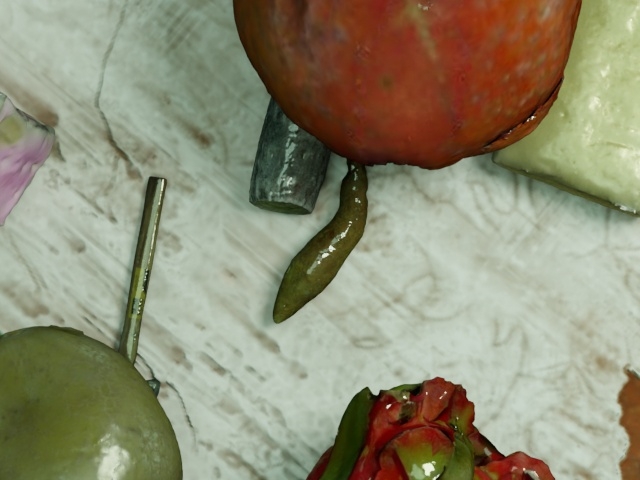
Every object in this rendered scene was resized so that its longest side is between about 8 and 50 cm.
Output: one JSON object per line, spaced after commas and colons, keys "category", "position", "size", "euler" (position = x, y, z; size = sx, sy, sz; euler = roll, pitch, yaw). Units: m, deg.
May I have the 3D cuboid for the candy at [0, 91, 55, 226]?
{"category": "candy", "position": [-0.359, -0.115, 1.515], "size": [0.265, 0.155, 0.116], "euler": [27, 86, 10]}

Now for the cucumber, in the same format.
{"category": "cucumber", "position": [-0.022, -0.075, 1.507], "size": [0.064, 0.064, 0.112], "euler": [18, 92, 10]}

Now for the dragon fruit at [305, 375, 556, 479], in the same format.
{"category": "dragon fruit", "position": [0.078, 0.256, 1.387], "size": [0.237, 0.231, 0.303], "euler": [-6, 75, 20]}

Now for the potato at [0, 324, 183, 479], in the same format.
{"category": "potato", "position": [-0.202, 0.178, 1.470], "size": [0.178, 0.160, 0.235], "euler": [-21, 74, -22]}

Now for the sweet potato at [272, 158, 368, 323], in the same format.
{"category": "sweet potato", "position": [0.006, 0.002, 1.510], "size": [0.041, 0.038, 0.153], "euler": [28, 89, -13]}

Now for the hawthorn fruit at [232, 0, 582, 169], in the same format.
{"category": "hawthorn fruit", "position": [0.075, -0.216, 1.372], "size": [0.276, 0.307, 0.276], "euler": [4, 49, -5]}

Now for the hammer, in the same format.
{"category": "hammer", "position": [-0.151, 0.037, 1.542], "size": [0.062, 0.017, 0.182], "euler": [8, 86, 9]}

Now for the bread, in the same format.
{"category": "bread", "position": [0.225, -0.119, 1.471], "size": [0.139, 0.060, 0.178], "euler": [19, 89, 10]}
